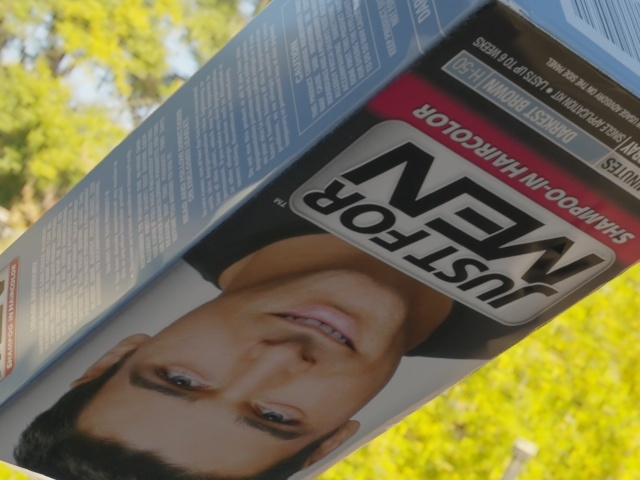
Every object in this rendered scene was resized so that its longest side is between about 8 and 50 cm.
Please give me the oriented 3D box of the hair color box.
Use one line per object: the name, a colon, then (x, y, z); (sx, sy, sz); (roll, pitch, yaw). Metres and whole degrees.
hair color box: (0.000, 0.000, 0.733); (0.185, 0.374, 0.114); (28, 39, -35)
